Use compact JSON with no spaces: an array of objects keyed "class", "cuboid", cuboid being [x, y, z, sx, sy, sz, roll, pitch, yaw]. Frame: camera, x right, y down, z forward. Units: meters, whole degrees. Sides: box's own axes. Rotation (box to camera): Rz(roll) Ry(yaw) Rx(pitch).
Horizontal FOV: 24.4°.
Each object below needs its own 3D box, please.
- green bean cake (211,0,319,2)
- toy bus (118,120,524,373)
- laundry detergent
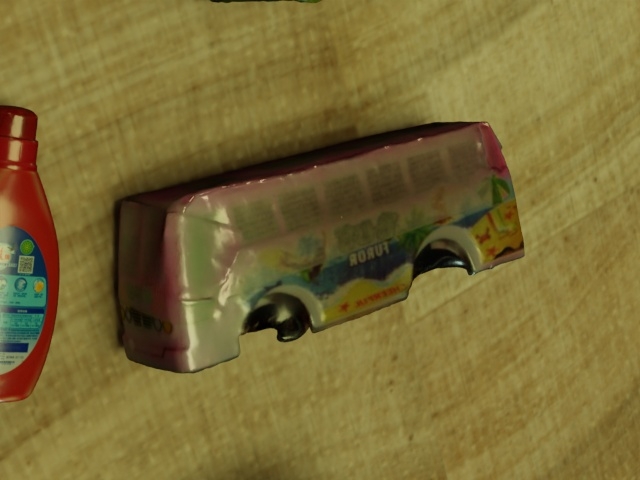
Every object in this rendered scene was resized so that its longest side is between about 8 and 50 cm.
[{"class":"green bean cake","cuboid":[-0.002,-0.254,0.871,0.214,0.113,0.200,-29,117,-29]},{"class":"toy bus","cuboid":[0.000,0.000,0.945,0.274,0.090,0.112,-17,103,-34]},{"class":"laundry detergent","cuboid":[-0.191,0.006,0.828,0.097,0.049,0.165,6,94,-35]}]
